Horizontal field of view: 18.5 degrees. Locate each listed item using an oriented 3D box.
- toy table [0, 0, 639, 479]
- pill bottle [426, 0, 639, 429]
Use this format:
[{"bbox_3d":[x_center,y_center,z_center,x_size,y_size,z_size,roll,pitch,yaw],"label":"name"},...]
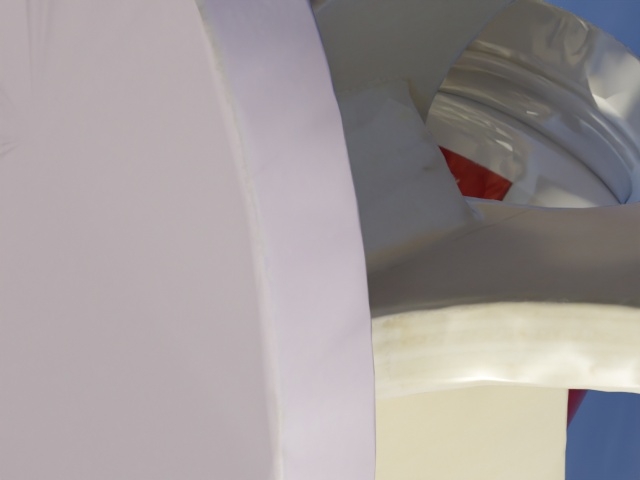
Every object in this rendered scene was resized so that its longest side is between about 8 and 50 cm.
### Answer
[{"bbox_3d":[0.000,0.000,0.509,0.252,0.161,0.274,42,-42,37],"label":"toy table"},{"bbox_3d":[0.058,0.056,1.224,0.408,0.229,0.229,-59,-160,-16],"label":"pill bottle"}]
